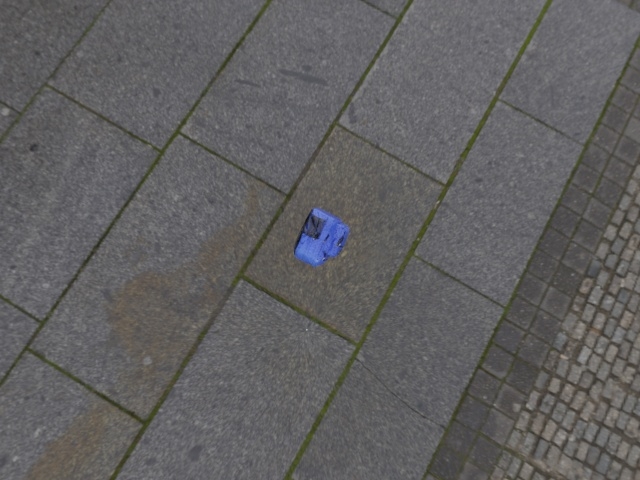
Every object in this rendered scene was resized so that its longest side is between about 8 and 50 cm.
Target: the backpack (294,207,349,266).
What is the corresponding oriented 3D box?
[{"bbox_3d":[0.000,0.000,0.987,0.101,0.098,0.120,29,96,15],"label":"backpack"}]
